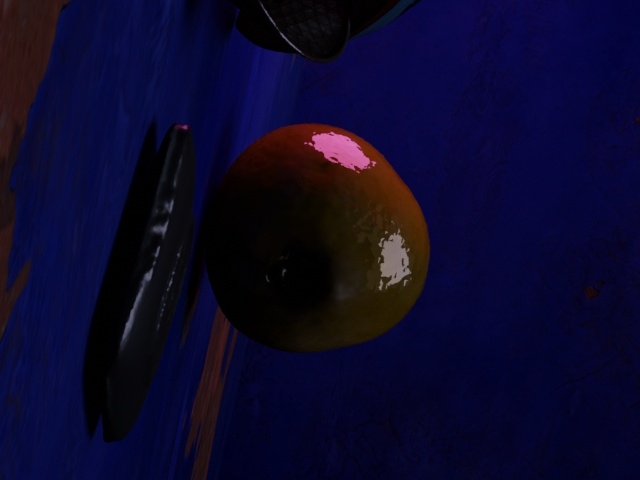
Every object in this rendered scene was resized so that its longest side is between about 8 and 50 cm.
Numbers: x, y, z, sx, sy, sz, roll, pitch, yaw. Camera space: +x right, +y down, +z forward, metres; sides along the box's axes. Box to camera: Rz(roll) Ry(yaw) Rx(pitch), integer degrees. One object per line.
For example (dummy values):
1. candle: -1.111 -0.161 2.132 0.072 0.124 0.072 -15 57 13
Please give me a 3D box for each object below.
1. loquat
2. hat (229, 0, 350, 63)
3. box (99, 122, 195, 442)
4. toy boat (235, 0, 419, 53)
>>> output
1. loquat: 0.000 0.000 1.810 0.275 0.274 0.275 13 90 -89
2. hat: -0.057 -0.222 1.250 0.193 0.082 0.193 43 38 -47
3. box: -0.131 0.036 1.180 0.201 0.042 0.213 106 -2 -64
4. toy boat: 0.020 -0.233 1.410 0.392 0.079 0.136 168 -70 -68
